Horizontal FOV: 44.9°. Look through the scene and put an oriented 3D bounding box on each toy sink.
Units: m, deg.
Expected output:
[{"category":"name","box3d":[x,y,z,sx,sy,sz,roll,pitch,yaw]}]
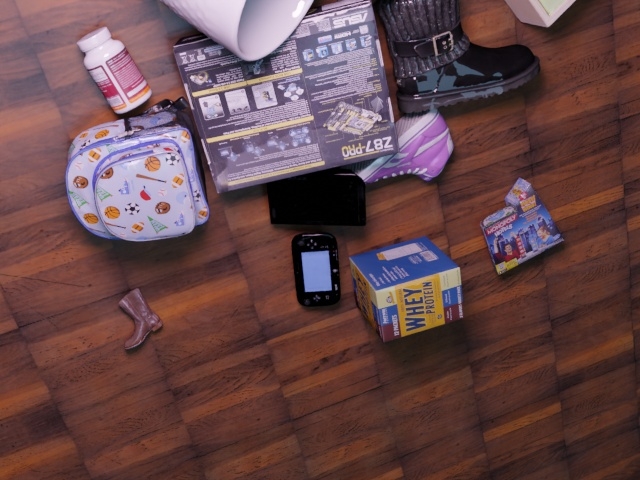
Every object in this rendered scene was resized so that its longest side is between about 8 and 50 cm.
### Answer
[{"category":"toy sink","box3d":[0.444,-0.592,1.629,0.153,0.131,0.234,-44,117,3]}]

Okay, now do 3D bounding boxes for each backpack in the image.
[{"category":"backpack","box3d":[-0.366,-0.116,1.535,0.264,0.213,0.276,-9,118,-1]}]

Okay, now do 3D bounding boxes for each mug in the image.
[{"category":"mug","box3d":[-0.160,-0.547,1.371,0.328,0.276,0.374,36,59,10]}]

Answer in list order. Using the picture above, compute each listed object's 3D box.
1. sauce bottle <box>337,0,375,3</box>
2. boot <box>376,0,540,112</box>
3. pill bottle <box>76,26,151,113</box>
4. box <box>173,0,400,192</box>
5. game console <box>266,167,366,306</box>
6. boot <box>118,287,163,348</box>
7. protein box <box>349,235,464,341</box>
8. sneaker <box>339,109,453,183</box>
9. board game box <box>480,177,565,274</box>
[{"category":"sauce bottle","box3d":[0.094,-0.561,1.540,0.112,0.111,0.344,9,109,-21]},{"category":"boot","box3d":[0.301,-0.434,1.649,0.348,0.131,0.260,-16,116,-10]},{"category":"pill bottle","box3d":[-0.399,-0.329,1.493,0.086,0.086,0.152,-30,118,-4]},{"category":"box","box3d":[-0.060,-0.290,1.562,0.395,0.097,0.318,-13,114,5]},{"category":"game console","box3d":[0.000,0.000,1.746,0.213,0.044,0.361,1,122,9]},{"category":"boot","box3d":[-0.422,0.173,1.724,0.106,0.037,0.114,-40,122,-14]},{"category":"protein box","box3d":[0.197,0.108,1.805,0.201,0.200,0.135,-15,115,-11]},{"category":"sneaker","box3d":[0.179,-0.167,1.742,0.282,0.102,0.161,-36,121,-1]},{"category":"board game box","box3d":[0.486,-0.045,1.913,0.194,0.060,0.194,-26,116,-6]}]
